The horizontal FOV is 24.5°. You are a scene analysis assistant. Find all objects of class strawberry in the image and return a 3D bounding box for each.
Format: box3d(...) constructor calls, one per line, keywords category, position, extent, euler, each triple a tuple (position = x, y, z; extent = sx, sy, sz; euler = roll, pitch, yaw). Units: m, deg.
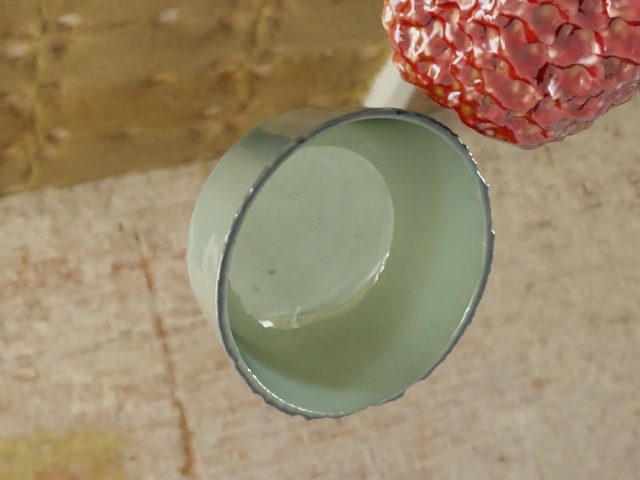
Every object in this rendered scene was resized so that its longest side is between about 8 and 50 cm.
box3d(category="strawberry", position=(0.181, -0.206, 0.865), extent=(0.312, 0.267, 0.351), euler=(2, -56, -31))

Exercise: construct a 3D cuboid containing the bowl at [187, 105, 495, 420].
box3d(category="bowl", position=(0.000, 0.000, 0.967), extent=(0.211, 0.211, 0.112), euler=(-6, 24, -32))
